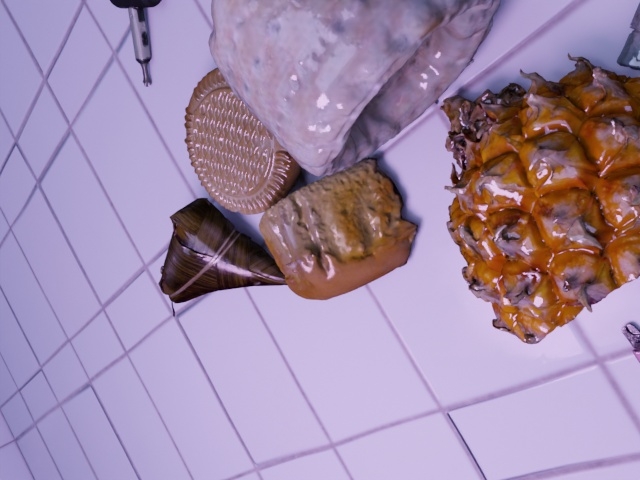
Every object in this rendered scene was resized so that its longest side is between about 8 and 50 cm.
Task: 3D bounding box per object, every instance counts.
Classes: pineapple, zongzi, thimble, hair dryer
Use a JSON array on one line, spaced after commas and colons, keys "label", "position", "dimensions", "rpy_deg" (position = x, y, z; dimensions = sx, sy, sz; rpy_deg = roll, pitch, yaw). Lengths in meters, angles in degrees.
[{"label": "pineapple", "position": [0.201, -0.055, 0.566], "dimensions": [0.286, 0.209, 0.344], "rpy_deg": [45, 127, 18]}, {"label": "zongzi", "position": [-0.182, 0.079, 0.977], "dimensions": [0.241, 0.111, 0.247], "rpy_deg": [37, 131, 7]}, {"label": "thimble", "position": [0.043, -0.228, 0.586], "dimensions": [0.195, 0.291, 0.291], "rpy_deg": [49, 127, 7]}, {"label": "hair dryer", "position": [-0.325, -0.380, 0.972], "dimensions": [0.100, 0.057, 0.197], "rpy_deg": [18, 123, 32]}]

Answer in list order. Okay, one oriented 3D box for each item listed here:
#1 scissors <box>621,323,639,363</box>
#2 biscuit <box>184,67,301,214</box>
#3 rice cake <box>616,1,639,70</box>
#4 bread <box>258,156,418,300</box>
[{"label": "scissors", "position": [0.390, 0.143, 0.611], "dimensions": [0.113, 0.012, 0.039], "rpy_deg": [54, 128, 11]}, {"label": "biscuit", "position": [-0.127, -0.164, 0.863], "dimensions": [0.259, 0.079, 0.259], "rpy_deg": [12, 111, 34]}, {"label": "rice cake", "position": [0.400, -0.193, 0.481], "dimensions": [0.211, 0.038, 0.124], "rpy_deg": [30, 120, 27]}, {"label": "bread", "position": [0.001, -0.001, 0.771], "dimensions": [0.252, 0.133, 0.174], "rpy_deg": [-25, 88, 34]}]
